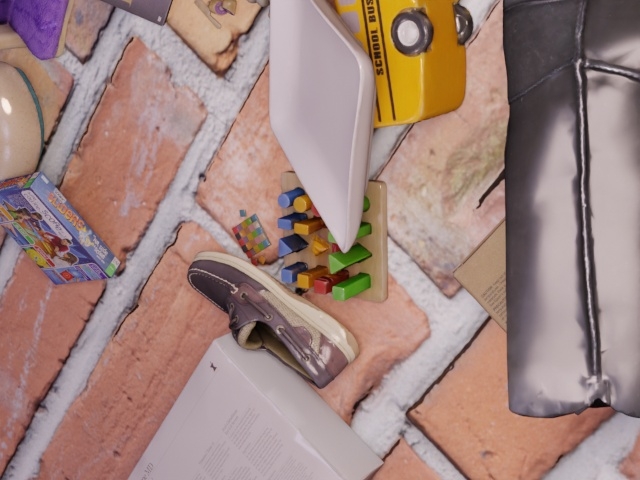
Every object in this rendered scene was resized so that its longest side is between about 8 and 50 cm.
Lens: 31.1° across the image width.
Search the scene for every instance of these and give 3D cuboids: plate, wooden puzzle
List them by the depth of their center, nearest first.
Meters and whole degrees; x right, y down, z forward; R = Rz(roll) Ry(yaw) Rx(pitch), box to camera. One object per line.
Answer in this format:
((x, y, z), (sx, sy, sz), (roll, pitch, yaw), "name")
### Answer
((0.003, -0.173, 1.382), (0.278, 0.045, 0.277), (-120, 24, -43), "plate")
((-0.097, -0.005, 1.625), (0.049, 0.006, 0.083), (-32, 84, 38), "wooden puzzle")

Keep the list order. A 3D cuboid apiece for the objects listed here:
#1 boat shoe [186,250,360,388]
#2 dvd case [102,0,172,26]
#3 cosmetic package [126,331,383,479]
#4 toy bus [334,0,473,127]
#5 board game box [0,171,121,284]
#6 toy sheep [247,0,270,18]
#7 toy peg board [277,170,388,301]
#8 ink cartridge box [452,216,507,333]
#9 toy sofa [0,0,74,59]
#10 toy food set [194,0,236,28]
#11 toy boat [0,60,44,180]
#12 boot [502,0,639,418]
((-0.082, 0.107, 1.576), (0.285, 0.092, 0.103), (29, 151, 23), "boat shoe")
((-0.293, -0.409, 1.576), (0.221, 0.018, 0.164), (23, 120, -4), "dvd case")
((-0.115, 0.352, 1.686), (0.284, 0.097, 0.377), (44, 124, 16), "cosmetic package")
((0.087, -0.305, 1.340), (0.130, 0.108, 0.332), (-2, 102, 38), "toy bus")
((-0.418, -0.015, 1.774), (0.136, 0.035, 0.201), (-7, 132, 37), "board game box")
((-0.075, -0.340, 1.463), (0.132, 0.091, 0.091), (27, 120, 5), "toy sheep")
((0.000, 0.000, 1.510), (0.161, 0.079, 0.161), (9, 108, 34), "toy peg board")
((0.296, 0.025, 1.296), (0.193, 0.088, 0.234), (50, 125, 15), "ink cartridge box")
((-0.439, -0.436, 1.658), (0.177, 0.150, 0.362), (42, 123, 21), "toy sofa")
((-0.130, -0.346, 1.541), (0.078, 0.019, 0.122), (49, 126, 14), "toy food set")
((-0.555, -0.217, 1.828), (0.318, 0.148, 0.267), (43, 129, 10), "toy boat")
((0.350, -0.049, 1.113), (0.367, 0.146, 0.445), (-2, 86, 29), "boot")
